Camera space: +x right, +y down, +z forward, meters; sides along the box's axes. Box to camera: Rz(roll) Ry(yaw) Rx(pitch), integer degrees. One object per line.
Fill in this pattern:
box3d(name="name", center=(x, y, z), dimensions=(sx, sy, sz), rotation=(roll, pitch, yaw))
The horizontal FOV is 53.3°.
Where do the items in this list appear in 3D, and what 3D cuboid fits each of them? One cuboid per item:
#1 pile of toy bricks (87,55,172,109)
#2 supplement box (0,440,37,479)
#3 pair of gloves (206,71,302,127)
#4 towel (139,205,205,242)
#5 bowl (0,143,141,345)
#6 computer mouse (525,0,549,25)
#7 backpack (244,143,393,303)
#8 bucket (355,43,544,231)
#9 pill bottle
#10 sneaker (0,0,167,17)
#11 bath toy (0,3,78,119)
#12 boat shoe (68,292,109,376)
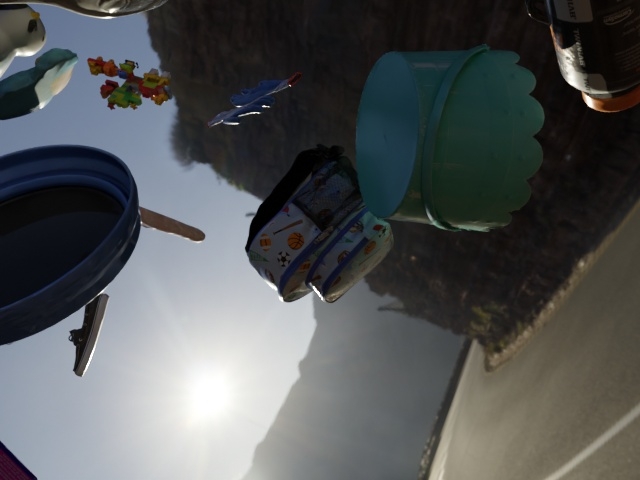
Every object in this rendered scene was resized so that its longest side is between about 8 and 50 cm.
box3d(name="pile of toy bricks", center=(-0.450, -0.341, 1.471), dimensions=(0.118, 0.212, 0.105), rotation=(89, -159, -55))
box3d(name="supplement box", center=(-0.481, 0.342, 0.776), dimensions=(0.220, 0.113, 0.111), rotation=(-11, -49, -63))
box3d(name="pair of gloves", center=(-0.130, -0.267, 1.209), dimensions=(0.198, 0.159, 0.023), rotation=(-53, -55, -44))
box3d(name="towel", center=(-0.591, -0.075, 2.079), dimensions=(0.331, 0.316, 0.054), rotation=(23, -99, -52))
box3d(name="bowl", center=(-0.456, -0.001, 0.943), dimensions=(0.077, 0.390, 0.391), rotation=(79, -148, -41))
box3d(name="computer mouse", center=(0.461, -0.465, 1.066), dimensions=(0.262, 0.184, 0.060), rotation=(-58, 22, 34))
box3d(name="backpack", center=(0.000, 0.000, 1.192), dimensions=(0.263, 0.213, 0.276), rotation=(-38, -22, -1))
box3d(name="bucket", center=(0.176, -0.149, 0.944), dimensions=(0.281, 0.182, 0.282), rotation=(180, 90, -73))
box3d(name="pill bottle", center=(0.356, -0.276, 0.798), dimensions=(0.246, 0.130, 0.131), rotation=(52, -125, -44))
box3d(name="sneaker", center=(-0.333, -0.375, 0.805), dimensions=(0.295, 0.147, 0.104), rotation=(-9, -12, -38))
box3d(name="bath toy", center=(-0.496, -0.336, 0.864), dimensions=(0.129, 0.348, 0.151), rotation=(-38, 11, 38))
box3d(name="boat shoe", center=(-0.638, 0.248, 1.721), dimensions=(0.080, 0.076, 0.229), rotation=(164, 121, -72))
